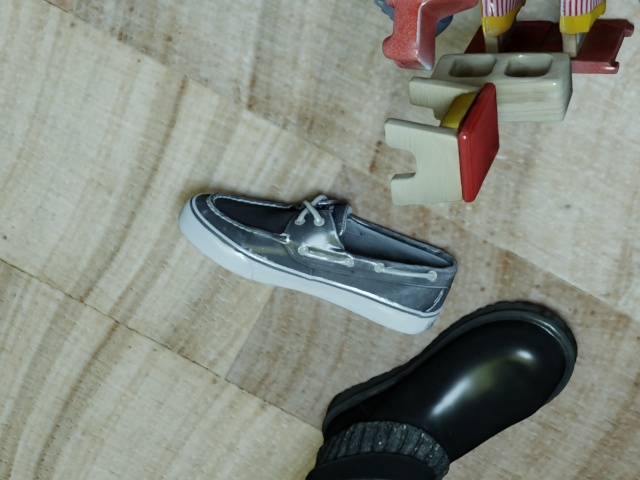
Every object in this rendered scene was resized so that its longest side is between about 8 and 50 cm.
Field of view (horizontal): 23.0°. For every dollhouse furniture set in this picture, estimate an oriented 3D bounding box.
[{"bbox_3d":[0.170,-0.203,1.372,0.152,0.374,0.201,2,120,19],"label":"dollhouse furniture set"}]

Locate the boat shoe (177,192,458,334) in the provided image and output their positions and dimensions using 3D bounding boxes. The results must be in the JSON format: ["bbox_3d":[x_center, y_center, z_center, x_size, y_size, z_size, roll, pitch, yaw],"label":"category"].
[{"bbox_3d":[0.000,0.000,1.682,0.301,0.108,0.102,23,122,-1],"label":"boat shoe"}]

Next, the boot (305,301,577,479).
[{"bbox_3d":[0.116,0.228,1.686,0.348,0.260,0.131,-34,105,28],"label":"boot"}]

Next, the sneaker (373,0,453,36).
[{"bbox_3d":[0.056,-0.339,1.476,0.131,0.112,0.319,-27,110,29],"label":"sneaker"}]
